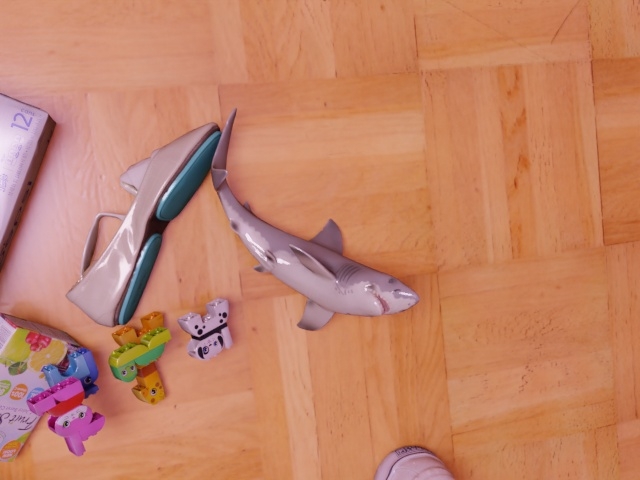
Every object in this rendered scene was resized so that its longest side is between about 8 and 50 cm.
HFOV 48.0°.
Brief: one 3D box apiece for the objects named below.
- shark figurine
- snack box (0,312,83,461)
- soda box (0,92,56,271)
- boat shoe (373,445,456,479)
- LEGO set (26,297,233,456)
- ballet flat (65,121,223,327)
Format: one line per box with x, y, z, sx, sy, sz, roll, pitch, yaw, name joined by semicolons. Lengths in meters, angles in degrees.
-0.026;-0.007;0.816;0.278;0.166;0.116;39;53;-5;shark figurine
-0.319;0.152;0.730;0.141;0.037;0.100;-59;150;-6;snack box
-0.356;-0.007;0.707;0.091;0.098;0.286;21;88;-16;soda box
0.120;0.444;0.844;0.135;0.156;0.367;9;90;-16;boat shoe
-0.197;0.147;0.762;0.227;0.087;0.093;-28;111;-37;LEGO set
-0.193;-0.029;0.768;0.086;0.086;0.248;28;86;-16;ballet flat
